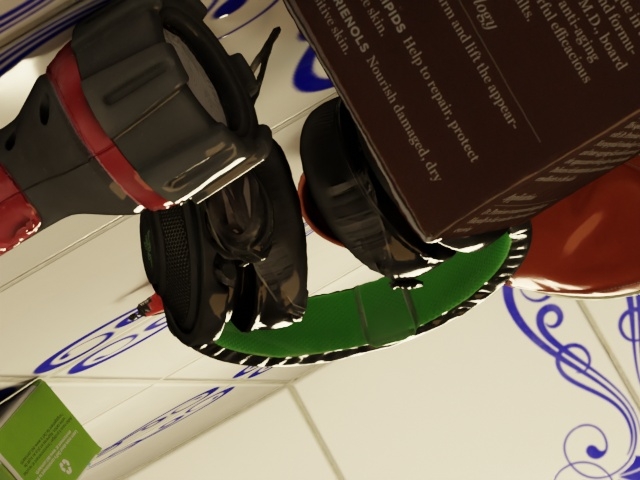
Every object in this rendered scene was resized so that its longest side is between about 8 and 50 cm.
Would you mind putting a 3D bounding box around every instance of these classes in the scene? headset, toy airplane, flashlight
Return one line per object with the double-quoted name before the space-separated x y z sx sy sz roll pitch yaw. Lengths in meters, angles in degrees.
"headset" 0.000 0.000 1.213 0.243 0.185 0.394 -20 151 9
"toy airplane" -0.101 0.030 1.728 0.151 0.028 0.151 -29 174 -3
"flashlight" -0.172 -0.008 0.964 0.304 0.103 0.103 -30 146 16

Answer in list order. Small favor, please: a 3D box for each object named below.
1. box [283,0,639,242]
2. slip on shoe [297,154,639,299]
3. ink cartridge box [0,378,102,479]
"box" 0.118 -0.121 1.012 0.203 0.167 0.168 -32 171 19
"slip on shoe" 0.127 -0.019 1.466 0.331 0.123 0.101 9 -166 31
"ink cartridge box" -0.338 0.261 1.824 0.189 0.097 0.255 -34 -168 29
